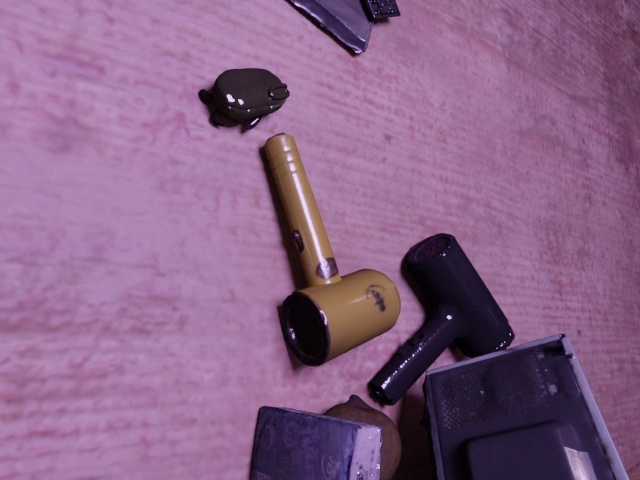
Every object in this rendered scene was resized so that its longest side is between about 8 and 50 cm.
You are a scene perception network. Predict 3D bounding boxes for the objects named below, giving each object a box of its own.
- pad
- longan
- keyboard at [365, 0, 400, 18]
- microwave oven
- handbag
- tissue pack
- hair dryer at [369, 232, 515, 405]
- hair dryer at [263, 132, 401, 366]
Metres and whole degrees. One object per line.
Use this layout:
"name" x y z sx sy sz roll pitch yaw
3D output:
"pad" -0.006 -0.394 0.718 0.233 0.022 0.174 25 69 -31
"longan" 0.046 0.245 0.606 0.113 0.092 0.113 11 57 -18
"keyboard" 0.070 -0.434 0.755 0.074 0.015 0.196 -25 97 -36
"microwave oven" 0.257 0.341 0.578 0.286 0.218 0.355 54 25 -34
"handbag" -0.082 -0.175 0.603 0.111 0.047 0.072 -25 93 -38
"tissue pack" -0.010 0.240 0.520 0.051 0.156 0.112 19 71 -39
"hair dryer" 0.161 0.135 0.723 0.251 0.089 0.197 -43 109 -28
"hair dryer" 0.000 0.000 0.622 0.135 0.090 0.278 -16 86 -38
